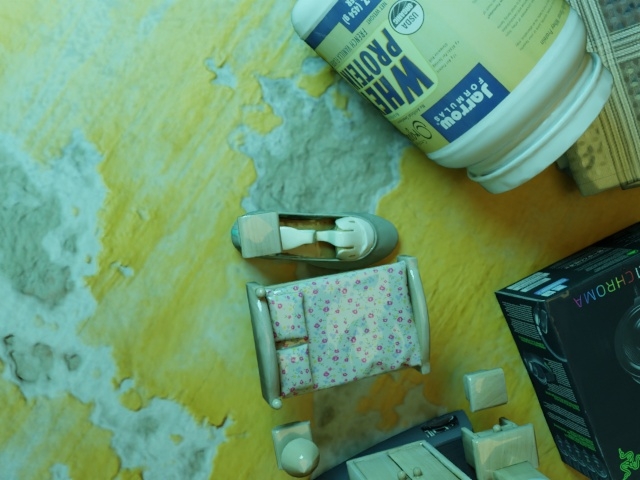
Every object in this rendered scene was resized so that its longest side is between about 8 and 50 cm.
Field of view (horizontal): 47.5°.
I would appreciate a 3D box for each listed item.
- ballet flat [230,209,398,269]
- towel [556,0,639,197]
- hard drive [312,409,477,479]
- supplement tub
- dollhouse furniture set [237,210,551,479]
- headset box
[{"bbox_3d":[0.000,0.000,0.878,0.213,0.068,0.072,2,91,-13],"label":"ballet flat"},{"bbox_3d":[0.430,-0.244,0.932,0.312,0.056,0.324,-18,91,8],"label":"towel"},{"bbox_3d":[0.105,0.340,0.917,0.255,0.054,0.171,-23,96,-11],"label":"hard drive"},{"bbox_3d":[0.149,-0.226,0.824,0.316,0.228,0.228,41,83,-10],"label":"supplement tub"},{"bbox_3d":[0.094,0.126,0.785,0.303,0.174,0.355,-11,96,-13],"label":"dollhouse furniture set"},{"bbox_3d":[0.404,0.149,0.941,0.246,0.131,0.283,-23,97,-11],"label":"headset box"}]
